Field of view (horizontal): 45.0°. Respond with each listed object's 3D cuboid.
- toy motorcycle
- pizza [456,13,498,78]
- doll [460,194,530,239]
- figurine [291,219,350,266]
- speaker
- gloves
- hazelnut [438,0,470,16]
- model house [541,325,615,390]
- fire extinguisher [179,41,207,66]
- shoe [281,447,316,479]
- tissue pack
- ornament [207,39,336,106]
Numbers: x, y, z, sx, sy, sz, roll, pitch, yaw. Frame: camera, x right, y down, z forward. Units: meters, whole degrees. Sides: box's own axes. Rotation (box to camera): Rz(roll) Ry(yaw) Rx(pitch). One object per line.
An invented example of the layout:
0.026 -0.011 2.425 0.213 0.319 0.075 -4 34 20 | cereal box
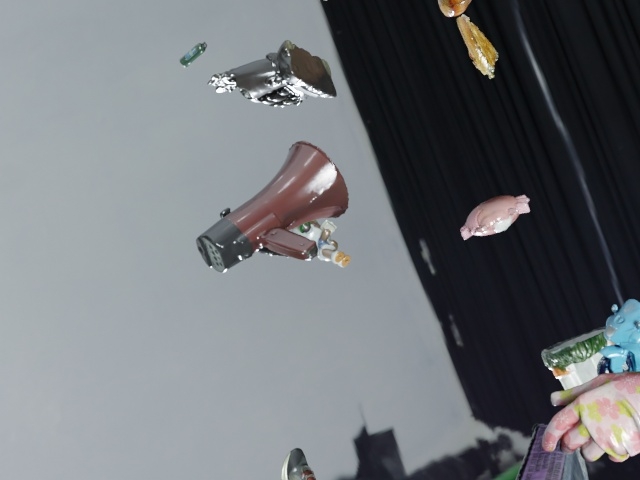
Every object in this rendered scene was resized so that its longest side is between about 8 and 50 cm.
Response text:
0.712 0.207 1.635 0.272 0.182 0.123 -7 -163 -8 | toy motorcycle
0.424 -0.501 2.045 0.052 0.185 0.195 -27 168 28 | pizza
0.500 -0.074 2.217 0.211 0.093 0.262 -25 -174 29 | doll
0.000 -0.001 1.893 0.197 0.094 0.147 21 169 43 | figurine
-0.076 -0.032 1.662 0.329 0.259 0.198 -44 158 -31 | speaker
0.479 0.313 1.334 0.241 0.145 0.126 -37 168 25 | gloves
0.315 -0.564 1.807 0.086 0.086 0.086 -22 -179 0 | hazelnut
0.786 0.383 2.097 0.271 0.301 0.190 -15 163 -29 | model house
-0.294 -0.443 1.826 0.083 0.025 0.038 -33 180 26 | fire extinguisher
-0.042 0.692 2.141 0.112 0.228 0.099 -6 169 35 | shoe
0.456 0.531 1.493 0.122 0.259 0.361 -9 -176 24 | tissue pack
-0.125 -0.382 1.906 0.260 0.106 0.251 -15 167 30 | ornament
